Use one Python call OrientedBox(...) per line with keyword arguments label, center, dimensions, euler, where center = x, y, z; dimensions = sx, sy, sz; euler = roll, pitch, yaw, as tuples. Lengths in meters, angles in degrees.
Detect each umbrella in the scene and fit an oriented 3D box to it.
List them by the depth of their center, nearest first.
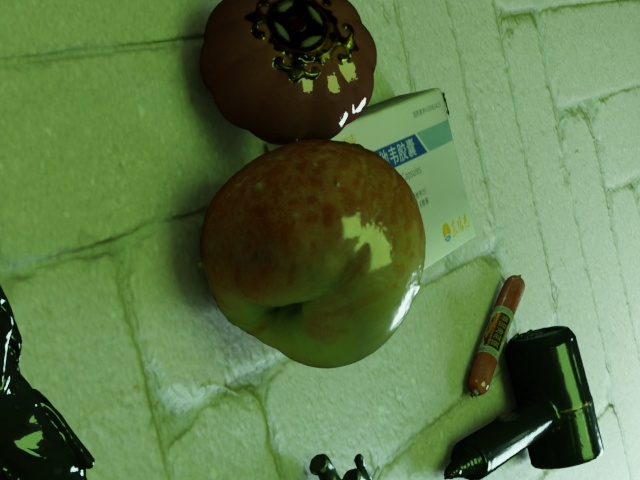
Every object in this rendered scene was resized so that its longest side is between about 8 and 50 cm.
OrientedBox(label="umbrella", center=(-0.223, 0.140, 0.937), dimensions=(0.340, 0.118, 0.118), euler=(62, 36, -28))

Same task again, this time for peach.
OrientedBox(label="peach", center=(0.000, 0.000, 1.242), dimensions=(0.232, 0.232, 0.232), euler=(23, 62, -54))

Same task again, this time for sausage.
OrientedBox(label="sausage", center=(0.241, 0.127, 1.761), dimensions=(0.034, 0.034, 0.253), euler=(61, 36, -28))

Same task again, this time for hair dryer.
OrientedBox(label="hair dryer", center=(0.253, 0.236, 1.702), dimensions=(0.352, 0.107, 0.189), euler=(-15, 92, -53))

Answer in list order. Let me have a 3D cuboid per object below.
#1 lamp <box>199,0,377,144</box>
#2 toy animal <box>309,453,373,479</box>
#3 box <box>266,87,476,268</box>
OrientedBox(label="lamp", center=(-0.033, -0.176, 1.294), dimensions=(0.182, 0.140, 0.182), euler=(6, 65, -12))
OrientedBox(label="toy animal", center=(0.021, 0.340, 1.296), dimensions=(0.137, 0.082, 0.269), euler=(48, 43, -40))
OrientedBox(label="box", center=(0.072, -0.055, 1.506), dimensions=(0.343, 0.065, 0.200), euler=(-27, 104, -58))
